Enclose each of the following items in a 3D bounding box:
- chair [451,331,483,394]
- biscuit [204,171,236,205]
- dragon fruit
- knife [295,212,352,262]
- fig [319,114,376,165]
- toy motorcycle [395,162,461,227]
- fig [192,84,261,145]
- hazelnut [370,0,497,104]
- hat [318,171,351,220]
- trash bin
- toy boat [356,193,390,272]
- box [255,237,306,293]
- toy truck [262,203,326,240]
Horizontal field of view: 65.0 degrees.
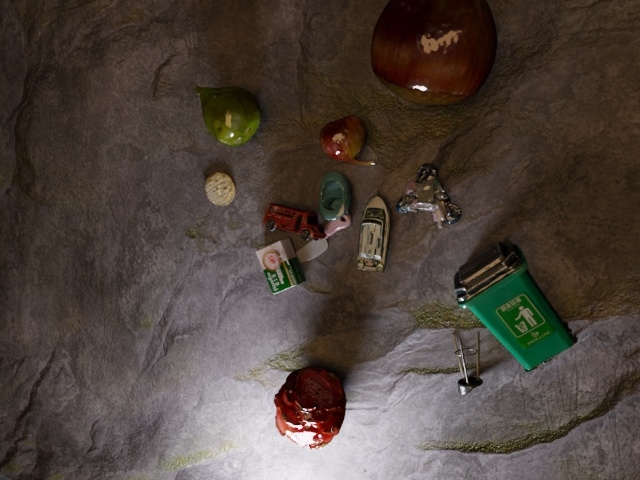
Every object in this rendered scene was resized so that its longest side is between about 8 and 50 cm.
[{"bbox_3d":[0.547,0.451,1.852,0.095,0.104,0.221,-5,93,3],"label":"chair"},{"bbox_3d":[-0.430,-0.222,2.152,0.152,0.020,0.152,3,98,19],"label":"biscuit"},{"bbox_3d":[-0.038,0.660,1.987,0.296,0.295,0.301,24,107,16],"label":"dragon fruit"},{"bbox_3d":[0.002,0.002,2.025,0.336,0.043,0.081,-42,87,26],"label":"knife"},{"bbox_3d":[0.095,-0.354,1.881,0.175,0.175,0.207,-14,112,21],"label":"fig"},{"bbox_3d":[0.375,-0.137,1.831,0.204,0.108,0.239,-32,61,16],"label":"toy motorcycle"},{"bbox_3d":[-0.364,-0.530,1.984,0.233,0.233,0.314,-28,82,21],"label":"fig"},{"bbox_3d":[0.363,-0.639,1.626,0.421,0.353,0.420,42,149,34],"label":"hazelnut"},{"bbox_3d":[0.060,-0.167,1.951,0.138,0.078,0.190,-3,83,33],"label":"hat"},{"bbox_3d":[0.647,0.214,1.703,0.259,0.295,0.381,-37,94,20],"label":"trash bin"},{"bbox_3d":[0.202,-0.027,1.895,0.114,0.122,0.296,7,99,19],"label":"toy boat"},{"bbox_3d":[-0.162,0.105,2.061,0.135,0.081,0.199,-24,86,28],"label":"box"},{"bbox_3d":[-0.097,-0.073,1.987,0.253,0.107,0.114,15,95,29],"label":"toy truck"}]
